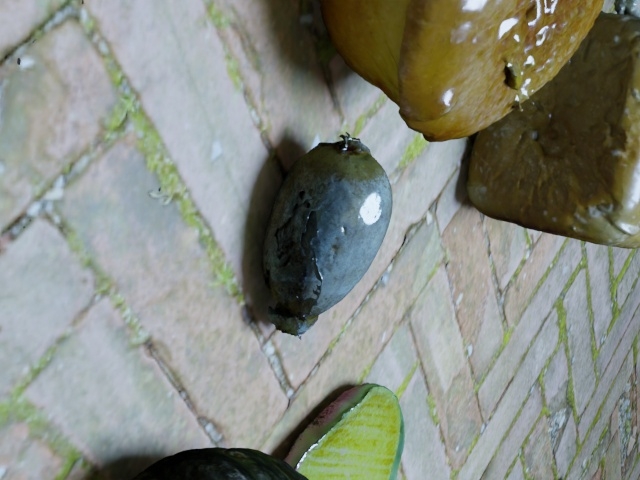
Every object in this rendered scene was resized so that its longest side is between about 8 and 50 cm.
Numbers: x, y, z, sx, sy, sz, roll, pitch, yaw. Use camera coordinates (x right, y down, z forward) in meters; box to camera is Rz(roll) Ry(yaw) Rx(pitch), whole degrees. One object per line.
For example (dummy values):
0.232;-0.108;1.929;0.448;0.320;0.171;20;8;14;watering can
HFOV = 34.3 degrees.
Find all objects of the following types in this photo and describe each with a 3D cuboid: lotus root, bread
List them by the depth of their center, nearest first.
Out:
0.113;-0.203;0.738;0.268;0.145;0.268;-40;149;-30;bread
0.001;0.001;0.764;0.088;0.088;0.165;-3;118;-58;lotus root
0.009;0.234;0.944;0.228;0.033;0.229;-34;134;-45;bread
0.273;-0.122;1.029;0.176;0.195;0.246;1;105;-54;bread

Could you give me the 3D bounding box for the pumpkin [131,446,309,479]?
-0.075;0.247;0.689;0.223;0.157;0.224;-22;123;-39;pumpkin
